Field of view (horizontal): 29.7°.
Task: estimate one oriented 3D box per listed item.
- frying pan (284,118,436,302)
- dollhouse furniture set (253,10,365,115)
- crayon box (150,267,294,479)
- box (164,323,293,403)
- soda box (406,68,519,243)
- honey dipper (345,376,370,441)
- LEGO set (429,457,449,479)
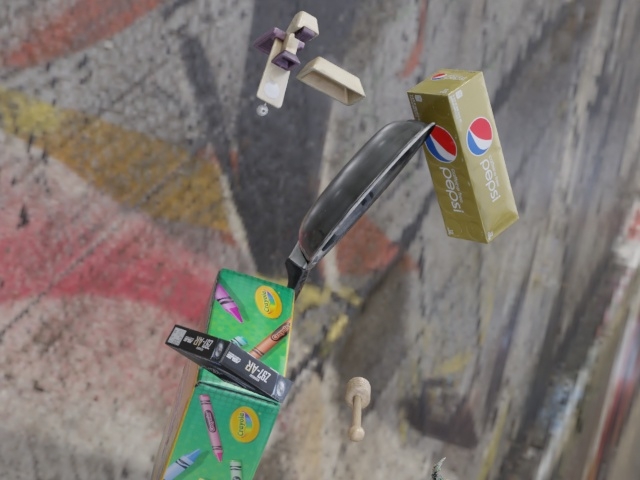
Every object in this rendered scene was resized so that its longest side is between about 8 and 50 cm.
[{"bbox_3d":[0.016,-0.017,1.272,0.197,0.053,0.326,-45,176,-42],"label":"frying pan"},{"bbox_3d":[-0.004,-0.141,1.124,0.114,0.091,0.081,25,66,-26],"label":"dollhouse furniture set"},{"bbox_3d":[-0.106,0.188,1.171,0.165,0.081,0.278,-85,-167,-54],"label":"crayon box"},{"bbox_3d":[-0.069,0.091,0.904,0.067,0.083,0.018,38,74,-34],"label":"box"},{"bbox_3d":[0.154,-0.089,1.290,0.058,0.061,0.181,-37,121,-31],"label":"soda box"},{"bbox_3d":[0.041,0.193,1.371,0.160,0.030,0.030,-73,172,-79],"label":"honey dipper"},{"bbox_3d":[0.112,0.230,1.055,0.054,0.023,0.083,46,21,-28],"label":"LEGO set"}]
